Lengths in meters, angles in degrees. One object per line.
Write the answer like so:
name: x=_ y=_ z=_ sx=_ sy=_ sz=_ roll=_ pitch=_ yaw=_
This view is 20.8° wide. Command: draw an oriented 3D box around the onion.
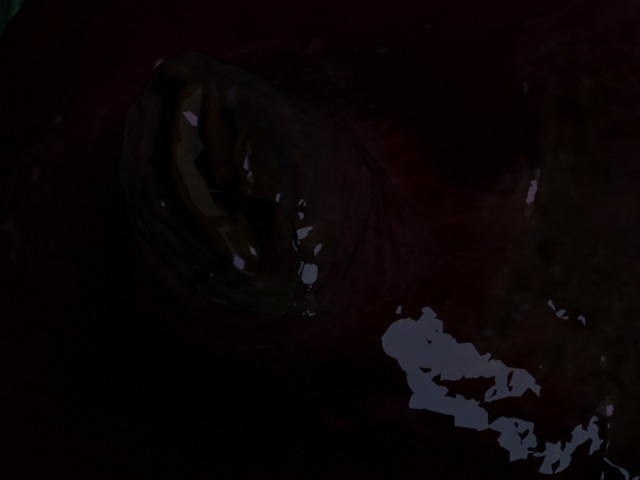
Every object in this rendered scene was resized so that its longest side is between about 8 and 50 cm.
onion: x=0.000 y=0.000 z=0.662 sx=0.348 sy=0.385 sz=0.347 roll=-1 pitch=84 yaw=11
